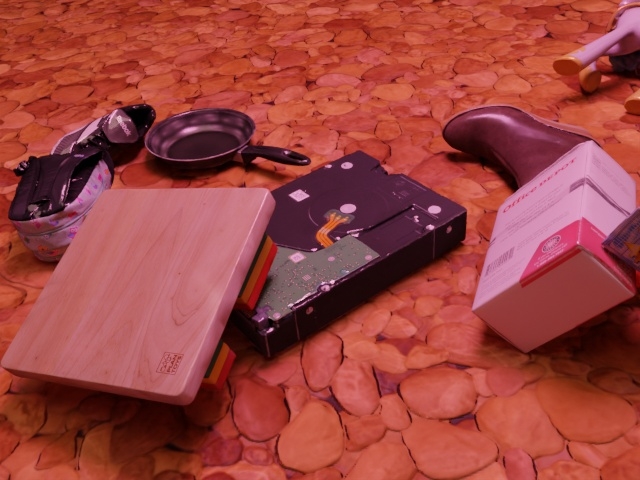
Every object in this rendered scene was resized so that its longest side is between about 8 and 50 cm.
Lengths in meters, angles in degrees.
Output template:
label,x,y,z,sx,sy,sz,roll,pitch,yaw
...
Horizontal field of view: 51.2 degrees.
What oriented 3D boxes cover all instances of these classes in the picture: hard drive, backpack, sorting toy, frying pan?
label,x,y,z,sx,sy,sz,roll,pitch,yaw
hard drive,0.000,0.000,0.919,0.339,0.064,0.237,-28,42,-27
backpack,-0.388,-0.057,1.009,0.152,0.115,0.182,-15,37,7
sorting toy,-0.192,0.065,0.777,0.256,0.089,0.257,2,55,27
frying pan,-0.150,-0.177,1.183,0.326,0.053,0.197,6,38,13

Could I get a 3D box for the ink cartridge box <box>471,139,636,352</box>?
label,x,y,z,sx,sy,sz,roll,pitch,yaw
ink cartridge box,0.279,0.004,0.787,0.092,0.158,0.217,38,43,-10

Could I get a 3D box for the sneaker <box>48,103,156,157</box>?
label,x,y,z,sx,sy,sz,roll,pitch,yaw
sneaker,-0.377,-0.183,1.177,0.106,0.078,0.234,-17,22,43

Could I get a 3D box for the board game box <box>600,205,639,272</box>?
label,x,y,z,sx,sy,sz,roll,pitch,yaw
board game box,0.389,0.019,0.673,0.194,0.060,0.194,-3,51,-31

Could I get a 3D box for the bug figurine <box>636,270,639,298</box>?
label,x,y,z,sx,sy,sz,roll,pitch,yaw
bug figurine,0.493,0.053,0.768,0.216,0.072,0.279,-29,47,-18

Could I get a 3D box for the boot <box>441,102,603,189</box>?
label,x,y,z,sx,sy,sz,roll,pitch,yaw
boot,0.304,-0.125,1.016,0.249,0.090,0.206,7,37,11

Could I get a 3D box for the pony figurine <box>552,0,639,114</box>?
label,x,y,z,sx,sy,sz,roll,pitch,yaw
pony figurine,0.646,-0.390,1.207,0.351,0.302,0.363,15,57,39
